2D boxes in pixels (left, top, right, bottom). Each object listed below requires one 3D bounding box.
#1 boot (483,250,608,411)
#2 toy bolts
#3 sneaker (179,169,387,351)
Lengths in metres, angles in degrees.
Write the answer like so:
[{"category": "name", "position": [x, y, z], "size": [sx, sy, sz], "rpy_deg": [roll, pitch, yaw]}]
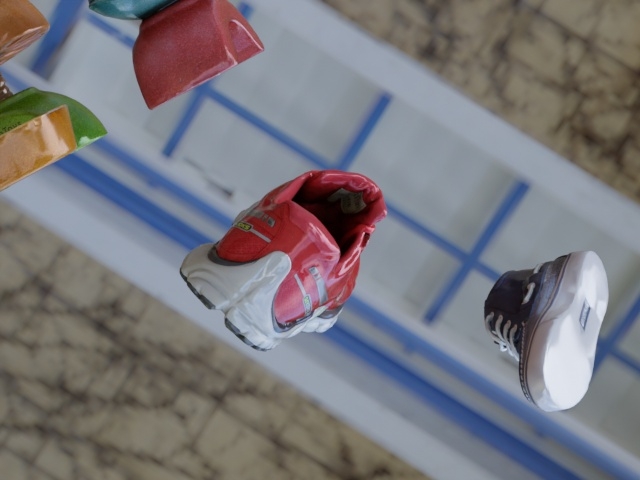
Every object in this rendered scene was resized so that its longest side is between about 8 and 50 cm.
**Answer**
[{"category": "boot", "position": [0.166, 0.077, 1.434], "size": [0.086, 0.069, 0.190], "rpy_deg": [-14, -158, 27]}, {"category": "toy bolts", "position": [-0.170, -0.133, 1.117], "size": [0.228, 0.158, 0.218], "rpy_deg": [-27, -174, 10]}, {"category": "sneaker", "position": [0.000, 0.000, 1.270], "size": [0.118, 0.107, 0.279], "rpy_deg": [-42, -178, 15]}]
